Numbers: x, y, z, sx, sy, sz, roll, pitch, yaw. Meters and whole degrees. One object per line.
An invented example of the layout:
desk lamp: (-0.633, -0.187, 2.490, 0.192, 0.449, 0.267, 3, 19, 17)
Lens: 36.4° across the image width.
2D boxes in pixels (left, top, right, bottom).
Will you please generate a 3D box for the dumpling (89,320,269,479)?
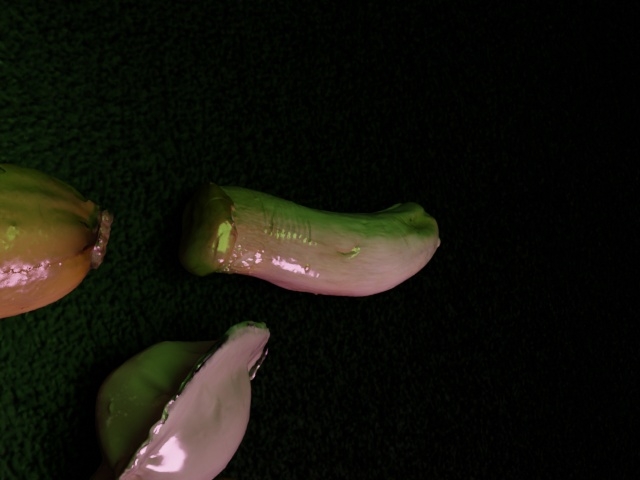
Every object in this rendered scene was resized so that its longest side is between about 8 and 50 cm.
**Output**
dumpling: (-0.130, 0.152, 0.922, 0.142, 0.172, 0.247, 41, 53, 5)

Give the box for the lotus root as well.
lotus root: (-0.321, -0.001, 0.812, 0.303, 0.131, 0.146, 0, 61, -39)

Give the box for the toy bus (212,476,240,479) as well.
toy bus: (-0.135, 0.304, 0.933, 0.201, 0.098, 0.114, -13, 102, -39)

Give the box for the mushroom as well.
mushroom: (0.000, 0.000, 1.088, 0.351, 0.095, 0.122, 3, 65, -39)
